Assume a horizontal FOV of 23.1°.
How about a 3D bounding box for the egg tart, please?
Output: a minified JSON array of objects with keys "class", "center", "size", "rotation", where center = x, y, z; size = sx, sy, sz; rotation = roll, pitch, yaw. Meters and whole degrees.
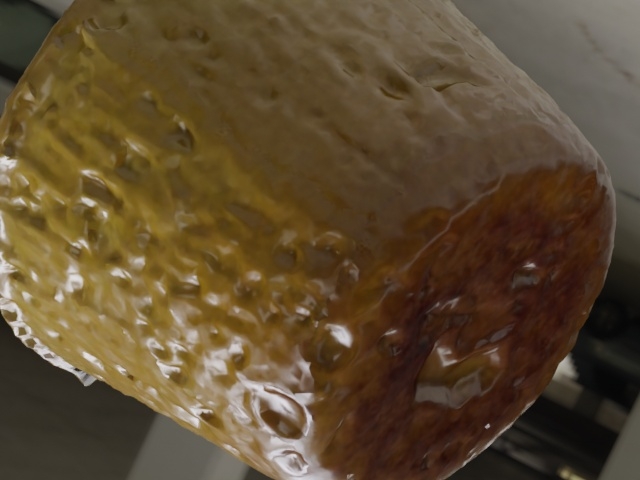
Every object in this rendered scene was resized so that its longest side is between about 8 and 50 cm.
[{"class":"egg tart","center":[0.000,0.000,0.544],"size":[0.147,0.203,0.202],"rotation":[40,-170,33]}]
